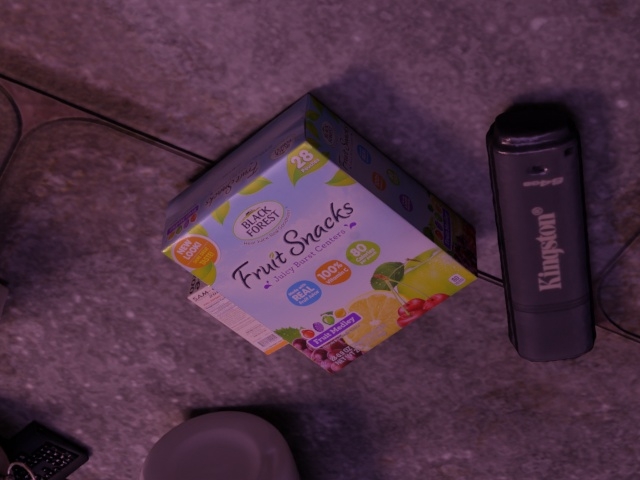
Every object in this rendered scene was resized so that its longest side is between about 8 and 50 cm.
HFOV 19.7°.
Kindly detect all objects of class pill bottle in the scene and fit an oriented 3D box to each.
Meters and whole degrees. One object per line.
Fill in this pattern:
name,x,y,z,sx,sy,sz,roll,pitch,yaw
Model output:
pill bottle,-0.075,0.308,1.824,0.152,0.152,0.272,-4,135,13

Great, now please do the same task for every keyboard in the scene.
keyboard,-0.328,0.250,1.883,0.100,0.038,0.192,32,131,-23

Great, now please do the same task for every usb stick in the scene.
usb stick,0.187,0.002,1.542,0.077,0.045,0.278,-1,136,11

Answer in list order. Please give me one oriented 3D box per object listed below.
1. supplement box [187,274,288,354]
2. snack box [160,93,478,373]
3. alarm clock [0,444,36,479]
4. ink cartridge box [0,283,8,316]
supplement box,-0.066,0.047,1.613,0.036,0.062,0.098,-31,124,35
snack box,0.000,0.000,1.541,0.207,0.070,0.174,37,123,-26
alarm clock,-0.347,0.237,1.813,0.192,0.064,0.129,-5,102,37
ink cartridge box,-0.408,0.069,1.605,0.237,0.172,0.100,32,131,-24
